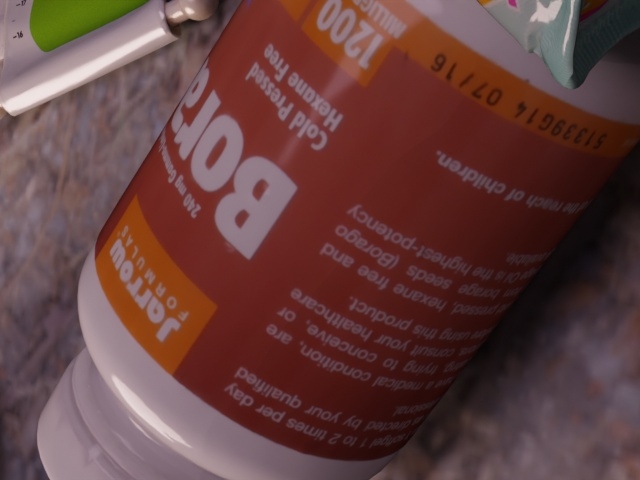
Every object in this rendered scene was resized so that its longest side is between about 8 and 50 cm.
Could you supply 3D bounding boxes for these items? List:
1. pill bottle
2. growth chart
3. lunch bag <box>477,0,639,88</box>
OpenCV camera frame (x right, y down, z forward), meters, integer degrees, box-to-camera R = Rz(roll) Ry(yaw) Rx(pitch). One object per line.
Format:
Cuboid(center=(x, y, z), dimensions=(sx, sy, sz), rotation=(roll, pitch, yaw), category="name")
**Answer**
Cuboid(center=(0.000, 0.000, 0.496), dimensions=(0.216, 0.121, 0.121), rotation=(-56, 51, 23), category="pill bottle")
Cuboid(center=(-0.117, -0.172, 0.703), dimensions=(0.172, 0.021, 0.237), rotation=(-29, 66, 36), category="growth chart")
Cuboid(center=(0.089, -0.205, 0.385), dimensions=(0.262, 0.160, 0.223), rotation=(-36, 60, -6), category="lunch bag")
